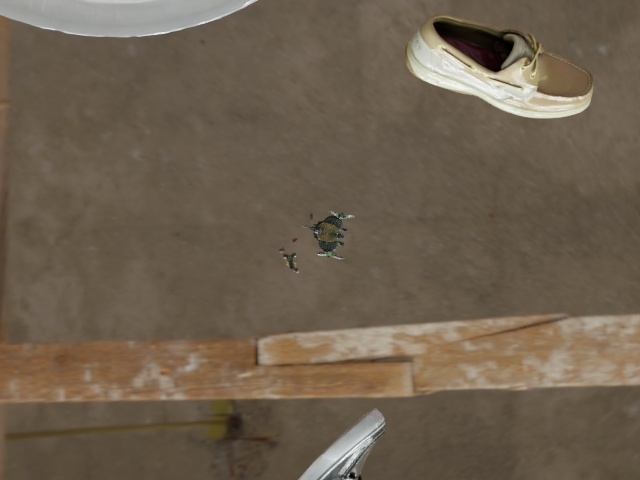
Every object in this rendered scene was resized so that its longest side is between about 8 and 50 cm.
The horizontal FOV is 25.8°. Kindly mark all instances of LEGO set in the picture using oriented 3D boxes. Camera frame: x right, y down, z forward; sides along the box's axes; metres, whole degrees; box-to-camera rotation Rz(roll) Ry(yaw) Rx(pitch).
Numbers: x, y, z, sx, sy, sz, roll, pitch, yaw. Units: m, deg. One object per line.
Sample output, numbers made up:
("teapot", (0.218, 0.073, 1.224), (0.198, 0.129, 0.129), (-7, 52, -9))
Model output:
("LEGO set", (-0.002, -0.002, 1.402), (0.083, 0.023, 0.054), (-17, -92, 1))

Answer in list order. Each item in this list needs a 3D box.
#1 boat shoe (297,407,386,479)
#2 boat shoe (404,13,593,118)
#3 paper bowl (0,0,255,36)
("boat shoe", (0.009, 0.181, 1.042), (0.040, 0.049, 0.142), (44, -63, 7))
("boat shoe", (0.127, -0.120, 0.950), (0.135, 0.045, 0.050), (11, -120, -10))
("paper bowl", (-0.099, -0.230, 0.613), (0.284, 0.148, 0.284), (3, -64, 5))
